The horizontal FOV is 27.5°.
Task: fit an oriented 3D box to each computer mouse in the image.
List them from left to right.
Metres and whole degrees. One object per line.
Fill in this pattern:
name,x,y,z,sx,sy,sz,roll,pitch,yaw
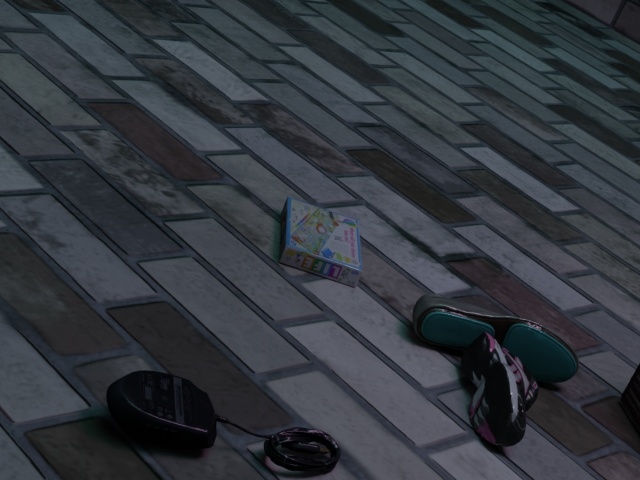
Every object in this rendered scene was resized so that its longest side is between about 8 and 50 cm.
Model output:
computer mouse,-0.091,0.181,1.237,0.242,0.041,0.071,21,31,-20

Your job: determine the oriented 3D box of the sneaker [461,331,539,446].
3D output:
sneaker,0.216,0.170,1.481,0.077,0.072,0.178,27,27,-15

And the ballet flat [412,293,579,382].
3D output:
ballet flat,0.213,0.112,1.595,0.213,0.072,0.068,18,20,-7

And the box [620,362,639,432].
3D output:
box,0.493,0.173,1.544,0.169,0.203,0.167,15,24,-17

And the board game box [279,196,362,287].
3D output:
board game box,0.000,0.000,1.701,0.104,0.026,0.154,18,24,-9
